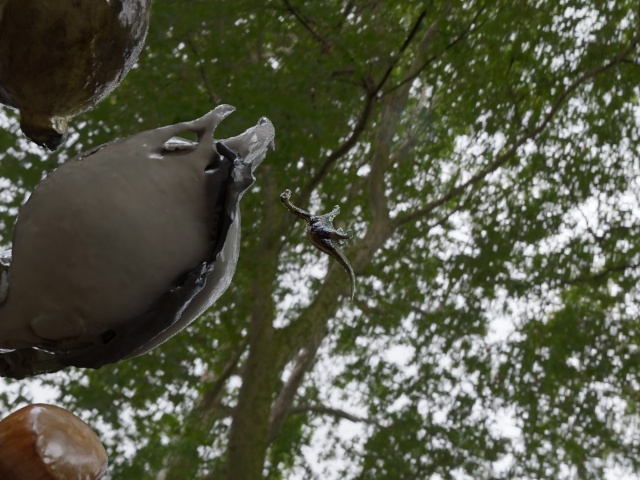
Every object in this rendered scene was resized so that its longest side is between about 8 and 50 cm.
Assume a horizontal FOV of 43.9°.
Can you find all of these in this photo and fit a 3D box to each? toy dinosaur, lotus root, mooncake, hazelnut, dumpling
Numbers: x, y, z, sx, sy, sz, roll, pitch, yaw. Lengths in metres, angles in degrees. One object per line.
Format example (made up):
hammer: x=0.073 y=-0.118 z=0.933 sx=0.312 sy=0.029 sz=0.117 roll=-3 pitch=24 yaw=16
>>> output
toy dinosaur: x=0.013 y=-0.005 z=0.926 sx=0.180 sy=0.058 sz=0.037 roll=51 pitch=-22 yaw=44
lotus root: x=-0.242 y=-0.194 z=0.757 sx=0.138 sy=0.138 sz=0.214 roll=24 pitch=-87 yaw=6
mooncake: x=-0.499 y=0.123 z=1.318 sx=0.228 sy=0.124 sz=0.228 roll=14 pitch=-69 yaw=42
hazelnut: x=-0.355 y=0.284 z=1.000 sx=0.150 sy=0.150 sz=0.150 roll=14 pitch=-49 yaw=16
dumpling: x=-0.142 y=0.013 z=0.660 sx=0.163 sy=0.293 sz=0.204 roll=51 pitch=-4 yaw=23

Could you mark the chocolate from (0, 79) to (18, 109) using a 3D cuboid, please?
chocolate: x=-0.396 y=-0.217 z=0.937 sx=0.072 sy=0.072 sz=0.167 roll=-26 pitch=-56 yaw=39
